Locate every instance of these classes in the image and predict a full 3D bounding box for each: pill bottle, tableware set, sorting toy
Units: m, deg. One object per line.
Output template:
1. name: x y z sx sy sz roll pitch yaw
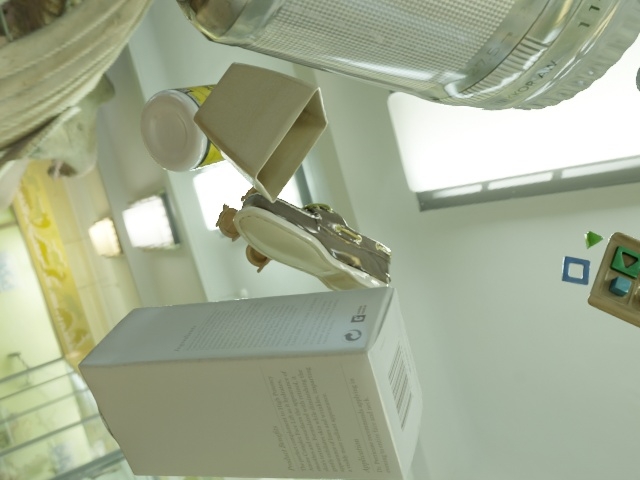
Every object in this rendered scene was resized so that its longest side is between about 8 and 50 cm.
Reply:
1. pill bottle: -0.141 -0.156 0.862 0.103 0.184 0.103 10 -69 27
2. tableware set: -0.122 -0.025 1.273 0.169 0.020 0.141 47 -67 1
3. sorting toy: 0.744 0.096 1.511 0.347 0.196 0.047 25 -14 8

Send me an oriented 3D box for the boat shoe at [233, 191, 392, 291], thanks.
1. boat shoe: 0.000 0.000 1.039 0.116 0.324 0.097 -12 -124 46

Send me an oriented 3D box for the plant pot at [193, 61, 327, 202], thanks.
1. plant pot: -0.066 -0.119 0.671 0.096 0.109 0.109 33 -5 9

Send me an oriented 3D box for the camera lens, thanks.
1. camera lens: 0.053 -0.209 0.410 0.219 0.274 0.220 -30 -125 59

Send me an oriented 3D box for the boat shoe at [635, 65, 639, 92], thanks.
1. boat shoe: 0.453 -0.161 0.689 0.228 0.076 0.080 20 -88 58

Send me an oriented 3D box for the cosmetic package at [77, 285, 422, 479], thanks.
1. cosmetic package: -0.049 0.110 0.488 0.231 0.085 0.117 -5 -64 22
